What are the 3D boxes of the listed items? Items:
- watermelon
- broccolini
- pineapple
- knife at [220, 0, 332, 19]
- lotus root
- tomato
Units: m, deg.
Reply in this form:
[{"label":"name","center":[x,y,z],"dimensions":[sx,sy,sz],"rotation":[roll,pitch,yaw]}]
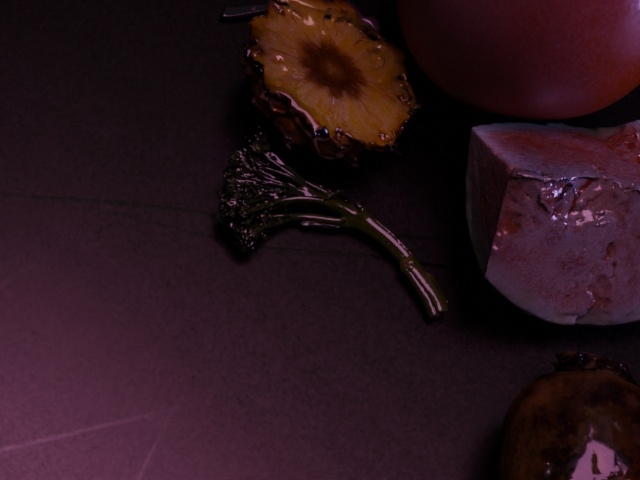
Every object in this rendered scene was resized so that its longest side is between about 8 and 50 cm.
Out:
[{"label":"watermelon","center":[0.299,-0.028,1.673],"dimensions":[0.305,0.180,0.224],"rotation":[3,75,-16]},{"label":"broccolini","center":[0.008,0.004,1.653],"dimensions":[0.271,0.062,0.123],"rotation":[37,68,3]},{"label":"pineapple","center":[0.004,-0.161,1.714],"dimensions":[0.224,0.076,0.225],"rotation":[16,52,-22]},{"label":"knife","center":[-0.031,-0.260,1.806],"dimensions":[0.170,0.010,0.023],"rotation":[-12,72,-23]},{"label":"lotus root","center":[0.245,0.233,1.538],"dimensions":[0.169,0.141,0.314],"rotation":[14,61,-3]},{"label":"tomato","center":[0.216,-0.281,1.691],"dimensions":[0.321,0.321,0.322],"rotation":[7,61,-12]}]
